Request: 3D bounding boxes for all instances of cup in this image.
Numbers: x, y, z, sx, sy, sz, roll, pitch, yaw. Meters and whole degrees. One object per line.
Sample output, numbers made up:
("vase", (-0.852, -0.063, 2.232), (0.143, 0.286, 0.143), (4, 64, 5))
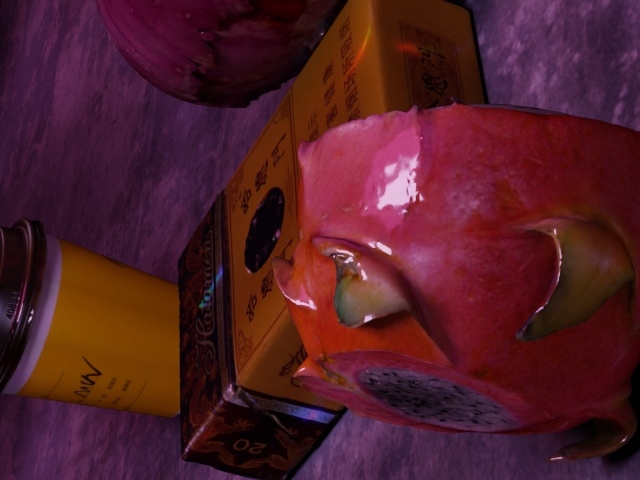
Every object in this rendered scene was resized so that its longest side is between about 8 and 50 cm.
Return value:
("cup", (-0.246, 0.094, 1.969), (0.196, 0.279, 0.196), (-49, 32, 47))

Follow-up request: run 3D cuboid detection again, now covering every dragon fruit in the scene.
("dragon fruit", (0.102, 0.032, 1.199), (0.290, 0.290, 0.189), (-28, 51, 60))

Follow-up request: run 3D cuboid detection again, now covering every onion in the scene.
("onion", (-0.069, -0.300, 1.741), (0.345, 0.358, 0.358), (32, 107, 30))

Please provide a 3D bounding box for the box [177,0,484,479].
("box", (0.000, 0.000, 1.674), (0.415, 0.115, 0.264), (-53, 31, 39))
